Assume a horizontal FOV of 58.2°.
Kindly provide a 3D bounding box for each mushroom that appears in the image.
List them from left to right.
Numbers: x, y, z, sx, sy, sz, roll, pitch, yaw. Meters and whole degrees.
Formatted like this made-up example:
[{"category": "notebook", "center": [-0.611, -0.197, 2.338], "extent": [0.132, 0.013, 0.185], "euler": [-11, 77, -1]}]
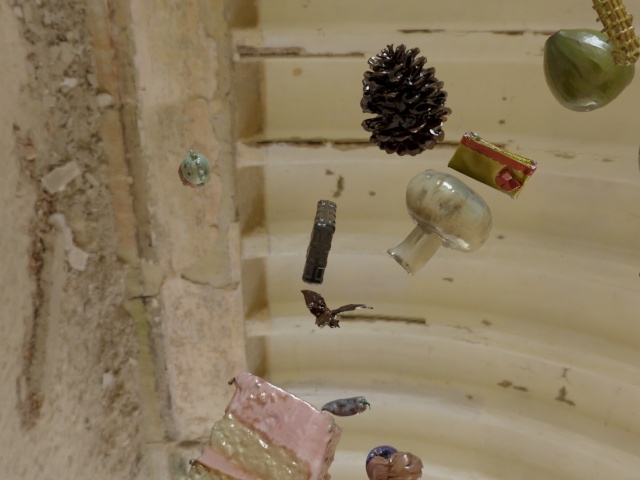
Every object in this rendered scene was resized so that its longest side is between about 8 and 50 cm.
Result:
[{"category": "mushroom", "center": [0.361, -0.045, 1.834], "extent": [0.314, 0.336, 0.314], "euler": [43, -1, 1]}]

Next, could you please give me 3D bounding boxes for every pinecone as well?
[{"category": "pinecone", "center": [0.209, -0.367, 1.492], "extent": [0.246, 0.246, 0.292], "euler": [-101, 170, -50]}]

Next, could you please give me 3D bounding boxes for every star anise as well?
[{"category": "star anise", "center": [0.042, 0.182, 1.574], "extent": [0.140, 0.144, 0.158], "euler": [41, 11, -28]}]

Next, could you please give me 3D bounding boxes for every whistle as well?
[{"category": "whistle", "center": [-0.405, -0.223, 1.853], "extent": [0.253, 0.106, 0.101], "euler": [166, -67, -74]}]

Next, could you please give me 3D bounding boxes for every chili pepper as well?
[{"category": "chili pepper", "center": [0.070, 0.433, 1.496], "extent": [0.041, 0.153, 0.050], "euler": [62, 34, -9]}]

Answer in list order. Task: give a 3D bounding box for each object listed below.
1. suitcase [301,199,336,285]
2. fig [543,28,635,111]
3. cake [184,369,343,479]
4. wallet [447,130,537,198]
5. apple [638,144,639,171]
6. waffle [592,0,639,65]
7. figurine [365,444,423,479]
[{"category": "suitcase", "center": [-0.001, 0.000, 1.795], "extent": [0.285, 0.066, 0.206], "euler": [-83, -174, -72]}, {"category": "fig", "center": [0.782, -0.518, 1.711], "extent": [0.239, 0.271, 0.239], "euler": [-46, -172, 8]}, {"category": "cake", "center": [-0.115, 0.525, 1.366], "extent": [0.314, 0.293, 0.306], "euler": [85, 27, -65]}, {"category": "wallet", "center": [0.519, -0.227, 1.743], "extent": [0.067, 0.241, 0.141], "euler": [-60, 172, -37]}, {"category": "apple", "center": [0.868, -0.206, 1.400], "extent": [0.207, 0.174, 0.188], "euler": [-10, 77, -65]}, {"category": "waffle", "center": [0.715, -0.517, 1.392], "extent": [0.046, 0.161, 0.192], "euler": [-22, -121, 55]}, {"category": "figurine", "center": [0.172, 0.541, 1.335], "extent": [0.126, 0.114, 0.157], "euler": [49, -22, -5]}]
